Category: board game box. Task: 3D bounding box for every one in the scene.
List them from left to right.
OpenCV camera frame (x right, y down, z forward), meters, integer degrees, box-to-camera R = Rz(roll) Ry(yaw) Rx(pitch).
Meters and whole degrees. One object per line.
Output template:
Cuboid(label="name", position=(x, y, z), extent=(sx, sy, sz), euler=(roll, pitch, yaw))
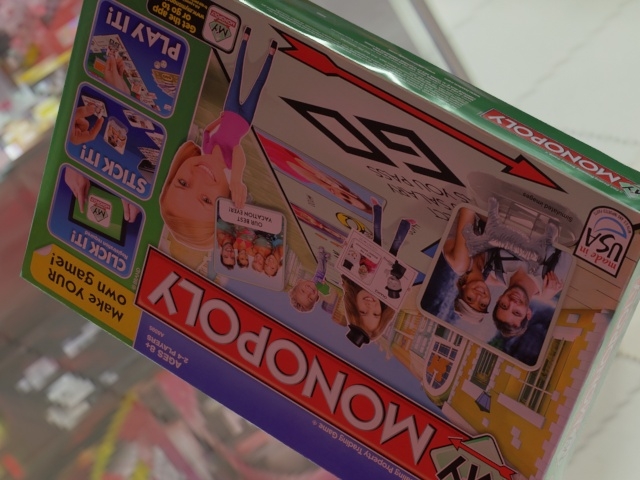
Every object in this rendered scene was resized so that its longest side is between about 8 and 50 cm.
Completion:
Cuboid(label="board game box", position=(0.000, 0.000, 0.898), extent=(0.317, 0.213, 0.046), euler=(29, 30, 21))
